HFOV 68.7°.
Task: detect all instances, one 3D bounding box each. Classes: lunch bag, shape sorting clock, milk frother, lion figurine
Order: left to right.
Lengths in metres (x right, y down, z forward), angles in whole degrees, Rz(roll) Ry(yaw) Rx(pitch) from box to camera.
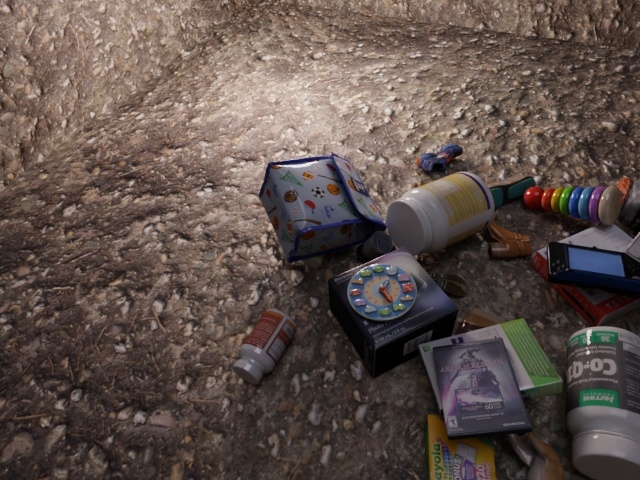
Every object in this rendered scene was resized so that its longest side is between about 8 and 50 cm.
[{"bbox_3d":[0.020,-0.135,1.701,0.385,0.239,0.328,-10,61,-27],"label":"lunch bag"},{"bbox_3d":[0.183,0.149,1.396,0.206,0.040,0.206,-3,48,3],"label":"shape sorting clock"},{"bbox_3d":[0.225,0.025,1.685,0.129,0.135,0.143,45,62,0],"label":"milk frother"},{"bbox_3d":[0.538,0.599,1.135,0.240,0.142,0.392,39,45,-9],"label":"lion figurine"}]

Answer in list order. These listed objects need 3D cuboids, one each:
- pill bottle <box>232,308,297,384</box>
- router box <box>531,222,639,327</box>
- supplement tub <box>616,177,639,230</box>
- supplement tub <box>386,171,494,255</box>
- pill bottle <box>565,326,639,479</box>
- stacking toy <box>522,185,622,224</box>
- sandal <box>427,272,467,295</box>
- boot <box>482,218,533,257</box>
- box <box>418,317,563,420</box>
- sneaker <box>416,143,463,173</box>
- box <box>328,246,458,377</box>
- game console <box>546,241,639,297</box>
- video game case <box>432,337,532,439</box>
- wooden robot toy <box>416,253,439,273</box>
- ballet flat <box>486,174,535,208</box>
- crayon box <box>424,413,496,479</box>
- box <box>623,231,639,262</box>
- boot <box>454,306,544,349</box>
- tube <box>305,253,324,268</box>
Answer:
[{"bbox_3d":[-0.173,0.328,1.447,0.121,0.121,0.216,19,52,20],"label":"pill bottle"},{"bbox_3d":[0.962,0.105,1.598,0.335,0.082,0.301,-21,50,-14],"label":"router box"},{"bbox_3d":[1.241,-0.113,1.704,0.316,0.193,0.193,21,52,22],"label":"supplement tub"},{"bbox_3d":[0.428,-0.095,1.687,0.331,0.241,0.241,-21,49,-26],"label":"supplement tub"},{"bbox_3d":[0.763,0.428,1.237,0.204,0.204,0.361,13,49,15],"label":"pill bottle"},{"bbox_3d":[0.927,-0.144,1.761,0.141,0.141,0.330,-40,31,-28],"label":"stacking toy"},{"bbox_3d":[0.417,0.150,1.614,0.180,0.049,0.072,9,72,-3],"label":"sandal"},{"bbox_3d":[0.692,-0.017,1.739,0.152,0.073,0.197,-1,58,3],"label":"boot"},{"bbox_3d":[0.459,0.353,1.307,0.322,0.058,0.232,-16,35,6],"label":"box"},{"bbox_3d":[0.533,-0.350,2.057,0.221,0.083,0.087,-24,64,-10],"label":"sneaker"},{"bbox_3d":[0.218,0.216,1.484,0.296,0.182,0.294,-22,49,-16],"label":"box"},{"bbox_3d":[0.886,0.072,1.460,0.293,0.173,0.250,10,50,12],"label":"game console"},{"bbox_3d":[0.410,0.379,1.225,0.196,0.026,0.274,-11,37,12],"label":"video game case"},{"bbox_3d":[0.369,0.082,1.662,0.076,0.079,0.173,25,54,24],"label":"wooden robot toy"},{"bbox_3d":[0.715,-0.195,1.892,0.316,0.107,0.106,-16,29,-17],"label":"ballet flat"},{"bbox_3d":[0.355,0.597,1.192,0.165,0.081,0.278,3,48,6],"label":"crayon box"},{"bbox_3d":[1.048,0.054,1.417,0.290,0.087,0.169,5,33,-48],"label":"box"},{"bbox_3d":[0.527,0.340,1.434,0.248,0.090,0.207,25,66,23],"label":"boot"},{"bbox_3d":[0.000,0.000,1.778,0.070,0.062,0.240,40,43,-20],"label":"tube"}]
